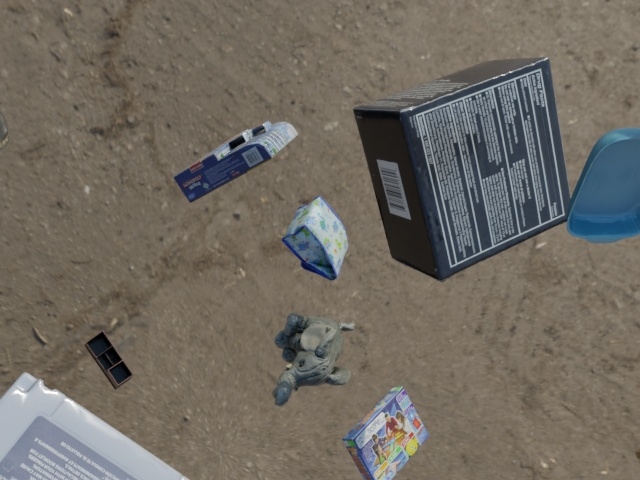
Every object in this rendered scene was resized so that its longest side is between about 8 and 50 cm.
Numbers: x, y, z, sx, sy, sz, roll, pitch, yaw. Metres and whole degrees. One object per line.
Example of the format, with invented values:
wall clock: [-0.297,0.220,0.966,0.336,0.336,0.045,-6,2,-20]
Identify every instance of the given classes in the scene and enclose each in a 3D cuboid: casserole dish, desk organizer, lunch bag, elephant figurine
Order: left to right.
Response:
desk organizer: [-0.492,0.278,1.521,0.047,0.050,0.130,-34,87,-31]
elephant figurine: [-0.010,0.274,1.488,0.169,0.239,0.186,30,98,-19]
lunch bag: [0.000,0.000,1.474,0.151,0.096,0.129,46,38,-19]
casserole dish: [0.363,-0.069,0.786,0.114,0.188,0.037,0,48,0]

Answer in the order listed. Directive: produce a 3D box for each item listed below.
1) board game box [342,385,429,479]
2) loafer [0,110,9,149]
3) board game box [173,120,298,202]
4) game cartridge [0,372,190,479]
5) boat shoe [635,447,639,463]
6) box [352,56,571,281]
board game box: [0.149,0.438,1.453,0.201,0.035,0.136,-32,97,-42]
loafer: [-0.198,-0.018,0.283,0.170,0.061,0.062,-13,28,21]
board game box: [-0.146,-0.166,1.219,0.194,0.194,0.060,-24,106,26]
game cartridge: [-0.285,0.312,0.754,0.294,0.060,0.196,38,44,-8]
boat shoe: [0.925,0.502,1.524,0.341,0.121,0.110,-19,72,13]
box: [0.251,-0.131,1.138,0.294,0.182,0.296,-22,110,-17]
